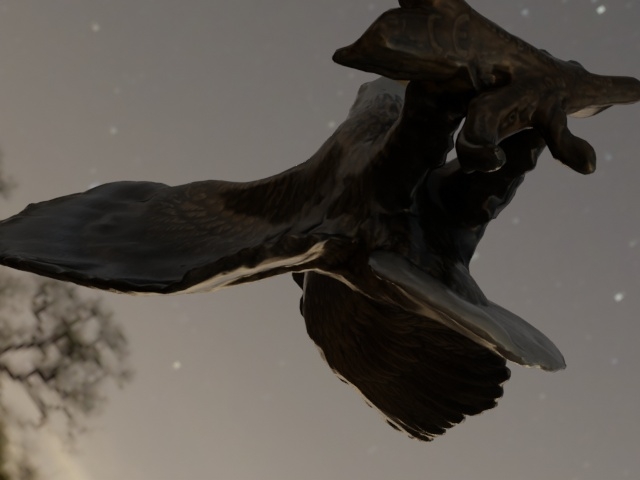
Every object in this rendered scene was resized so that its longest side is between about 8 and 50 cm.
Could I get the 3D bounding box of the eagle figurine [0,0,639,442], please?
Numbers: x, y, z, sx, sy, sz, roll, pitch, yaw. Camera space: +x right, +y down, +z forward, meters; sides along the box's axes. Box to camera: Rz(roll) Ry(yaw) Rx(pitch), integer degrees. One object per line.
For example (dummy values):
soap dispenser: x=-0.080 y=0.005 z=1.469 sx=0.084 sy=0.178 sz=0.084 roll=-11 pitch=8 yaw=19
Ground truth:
eagle figurine: x=0.005 y=-0.005 z=0.736 sx=0.298 sy=0.225 sz=0.226 roll=-40 pitch=-99 yaw=38
